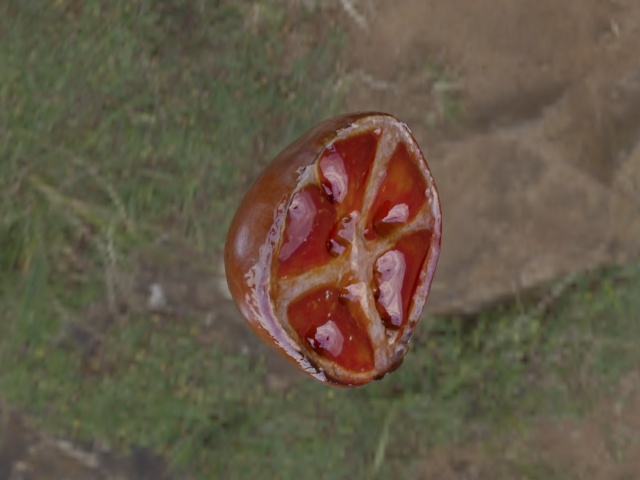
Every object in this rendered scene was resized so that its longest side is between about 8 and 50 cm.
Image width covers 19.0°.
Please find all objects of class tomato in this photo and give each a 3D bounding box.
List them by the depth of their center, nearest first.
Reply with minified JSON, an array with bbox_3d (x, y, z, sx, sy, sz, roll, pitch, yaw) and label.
[{"bbox_3d":[0.000,0.000,1.062,0.069,0.155,0.156,13,134,38],"label":"tomato"}]
